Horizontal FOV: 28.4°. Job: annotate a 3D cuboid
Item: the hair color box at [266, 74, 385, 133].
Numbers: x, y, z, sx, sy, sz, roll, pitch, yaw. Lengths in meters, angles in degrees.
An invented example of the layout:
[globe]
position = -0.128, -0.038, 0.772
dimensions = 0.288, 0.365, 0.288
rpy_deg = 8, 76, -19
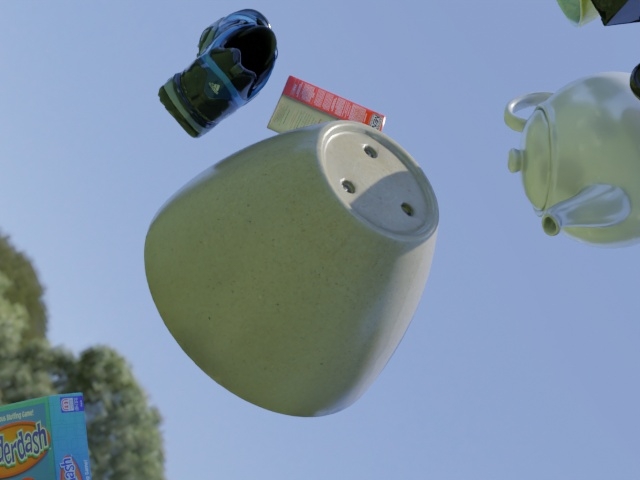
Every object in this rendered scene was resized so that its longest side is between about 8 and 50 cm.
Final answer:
[hair color box]
position = 0.007, -0.158, 1.689
dimensions = 0.141, 0.043, 0.072
rpy_deg = 24, -42, -6

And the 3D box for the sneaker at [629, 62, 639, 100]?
[sneaker]
position = 0.446, -0.208, 1.460
dimensions = 0.222, 0.083, 0.118
rpy_deg = 6, -21, 41

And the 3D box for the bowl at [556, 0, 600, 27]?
[bowl]
position = 0.366, -0.446, 1.682
dimensions = 0.289, 0.156, 0.290
rpy_deg = -21, 90, -85

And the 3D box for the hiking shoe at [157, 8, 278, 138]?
[hiking shoe]
position = -0.098, -0.235, 1.657
dimensions = 0.132, 0.304, 0.113
rpy_deg = -29, -70, 27

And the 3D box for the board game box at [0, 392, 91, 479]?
[board game box]
position = -0.302, 0.275, 1.334
dimensions = 0.160, 0.047, 0.210
rpy_deg = -17, -103, 43

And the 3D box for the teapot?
[teapot]
position = 0.340, -0.109, 1.684
dimensions = 0.256, 0.187, 0.253
rpy_deg = 99, -9, -80

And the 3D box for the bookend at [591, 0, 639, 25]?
[bookend]
position = 0.286, -0.292, 1.345
dimensions = 0.157, 0.156, 0.072
rpy_deg = 65, -34, 20

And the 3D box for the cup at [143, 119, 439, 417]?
[cup]
position = 0.000, 0.000, 1.447
dimensions = 0.237, 0.331, 0.331
rpy_deg = -46, -110, 36
